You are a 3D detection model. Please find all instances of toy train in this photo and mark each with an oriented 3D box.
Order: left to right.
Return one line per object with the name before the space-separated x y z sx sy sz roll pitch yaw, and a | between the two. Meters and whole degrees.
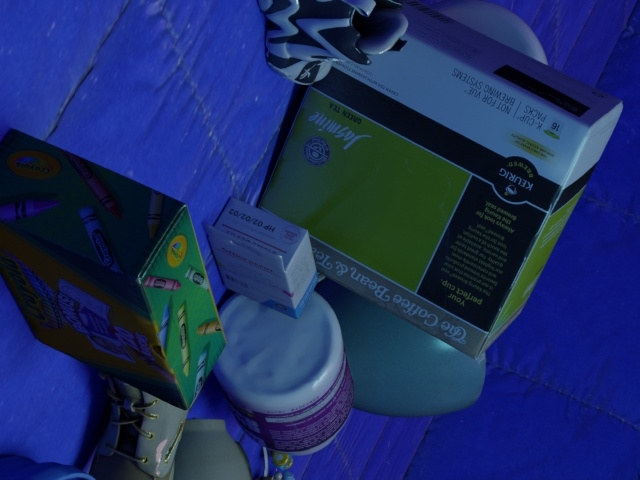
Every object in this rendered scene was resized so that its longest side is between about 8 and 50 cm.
toy train | -0.067 0.353 2.455 0.125 0.046 0.166 -42 155 -59

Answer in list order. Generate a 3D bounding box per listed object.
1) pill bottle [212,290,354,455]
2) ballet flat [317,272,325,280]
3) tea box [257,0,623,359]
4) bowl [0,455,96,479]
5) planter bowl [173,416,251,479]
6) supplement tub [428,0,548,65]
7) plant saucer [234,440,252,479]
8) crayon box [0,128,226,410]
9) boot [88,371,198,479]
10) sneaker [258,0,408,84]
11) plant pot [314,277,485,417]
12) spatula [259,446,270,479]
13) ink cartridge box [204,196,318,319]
pill bottle | -0.044 0.179 2.035 0.169 0.169 0.301 -61 163 -19
ballet flat | 0.000 0.000 2.126 0.221 0.077 0.079 -55 -179 -38
tea box | 0.142 -0.088 1.926 0.323 0.329 0.220 -65 167 20
bowl | -0.342 0.385 1.504 0.391 0.077 0.391 -57 162 -29
planter bowl | -0.158 0.263 1.839 0.162 0.162 0.109 31 57 -75
supplement tub | 0.210 -0.177 2.242 0.235 0.235 0.325 -63 164 -12
plant saucer | -0.156 0.402 2.233 0.241 0.037 0.241 -58 163 -29
crayon box | -0.184 0.032 1.349 0.081 0.165 0.278 -60 163 -23
boot | -0.197 0.182 1.646 0.203 0.095 0.262 78 33 -67
sneaker | 0.025 -0.220 1.710 0.094 0.153 0.235 -58 163 -22
plant pot | 0.081 0.137 2.283 0.195 0.290 0.290 -17 141 -22
spatula | -0.085 0.315 2.242 0.084 0.030 0.296 63 29 -69
ink cartridge box | -0.067 0.015 1.835 0.061 0.104 0.181 -61 164 -20
